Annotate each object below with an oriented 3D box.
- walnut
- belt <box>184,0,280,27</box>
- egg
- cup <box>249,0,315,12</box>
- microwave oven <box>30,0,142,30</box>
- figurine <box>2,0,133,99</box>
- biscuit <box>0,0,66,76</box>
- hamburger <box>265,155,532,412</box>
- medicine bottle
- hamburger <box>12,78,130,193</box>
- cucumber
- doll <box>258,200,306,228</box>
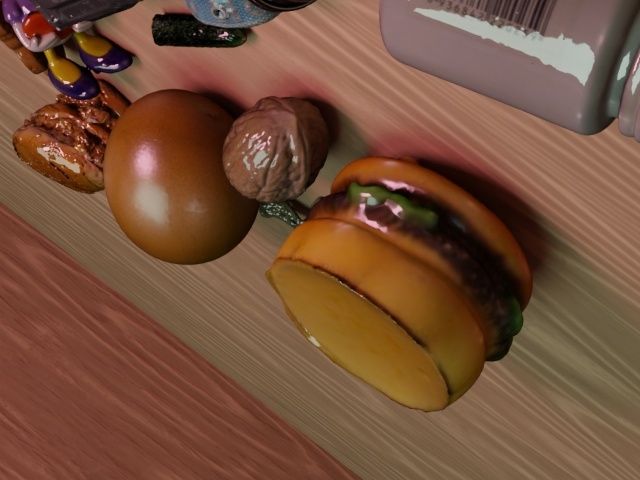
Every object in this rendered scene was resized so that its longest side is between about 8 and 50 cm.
[{"bbox_3d":[-0.071,-0.150,1.479,0.178,0.178,0.230,39,155,-2],"label":"walnut"},{"bbox_3d":[-0.113,-0.349,1.221,0.163,0.147,0.082,56,176,41],"label":"belt"},{"bbox_3d":[-0.250,-0.112,1.660,0.282,0.282,0.351,24,142,29],"label":"egg"},{"bbox_3d":[-0.097,-0.389,1.081,0.279,0.196,0.196,29,156,40],"label":"cup"},{"bbox_3d":[-0.345,-0.445,1.320,0.295,0.181,0.237,4,138,52],"label":"microwave oven"},{"bbox_3d":[-0.493,-0.432,1.603,0.193,0.154,0.421,47,168,30],"label":"figurine"},{"bbox_3d":[-0.569,-0.408,1.729,0.044,0.186,0.295,-16,155,8],"label":"biscuit"},{"bbox_3d":[0.137,0.052,1.414,0.395,0.277,0.396,33,158,15],"label":"hamburger"},{"bbox_3d":[0.247,-0.214,0.867,0.339,0.208,0.208,27,154,23],"label":"medicine bottle"},{"bbox_3d":[-0.516,-0.218,1.951,0.260,0.211,0.245,26,160,15],"label":"hamburger"},{"bbox_3d":[-0.198,-0.335,1.471,0.214,0.052,0.058,15,168,41],"label":"cucumber"},{"bbox_3d":[0.004,-0.011,1.750,0.286,0.091,0.202,48,145,2],"label":"doll"}]
